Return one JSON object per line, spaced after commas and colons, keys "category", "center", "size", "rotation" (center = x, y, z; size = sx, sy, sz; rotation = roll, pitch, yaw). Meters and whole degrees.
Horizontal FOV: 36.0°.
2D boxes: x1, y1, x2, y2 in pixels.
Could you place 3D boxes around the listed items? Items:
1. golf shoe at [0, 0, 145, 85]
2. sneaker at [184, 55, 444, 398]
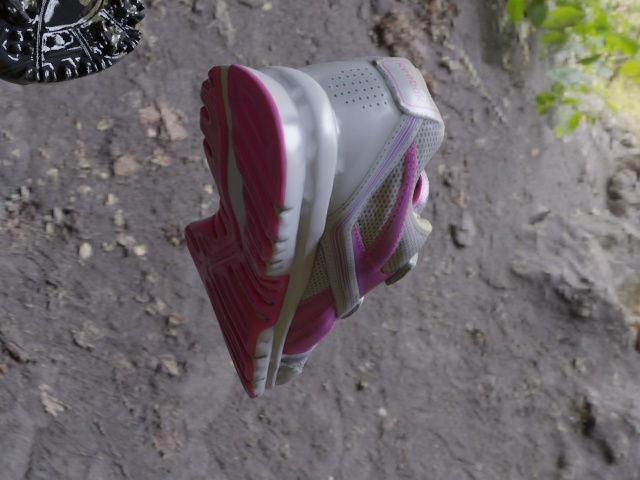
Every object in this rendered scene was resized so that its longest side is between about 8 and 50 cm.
{"category": "golf shoe", "center": [-0.142, -0.125, 0.525], "size": [0.077, 0.093, 0.198], "rotation": [50, 30, -22]}
{"category": "sneaker", "center": [0.000, 0.000, 0.505], "size": [0.111, 0.252, 0.103], "rotation": [-17, 67, -20]}
